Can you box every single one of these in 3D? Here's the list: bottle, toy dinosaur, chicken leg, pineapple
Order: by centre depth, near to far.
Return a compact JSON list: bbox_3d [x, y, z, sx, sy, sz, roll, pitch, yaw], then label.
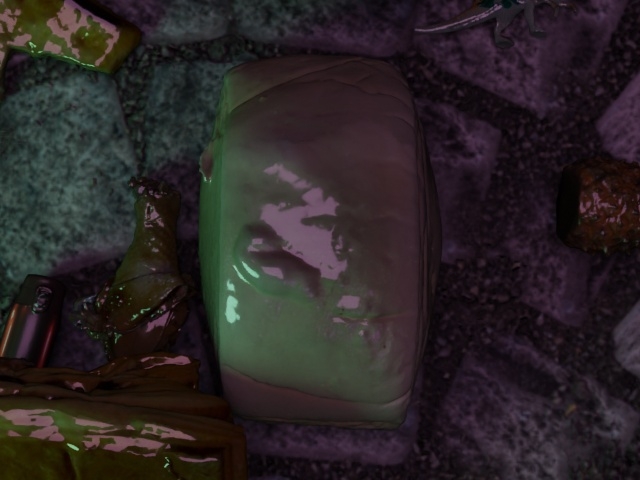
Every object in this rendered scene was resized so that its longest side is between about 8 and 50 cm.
[{"bbox_3d":[-0.306,0.116,1.770,0.060,0.060,0.164,16,85,0],"label":"bottle"},{"bbox_3d":[-0.179,0.036,1.773,0.125,0.080,0.196,22,85,15],"label":"chicken leg"},{"bbox_3d":[0.343,-0.030,1.784,0.198,0.108,0.108,6,85,-14],"label":"pineapple"},{"bbox_3d":[0.199,-0.262,1.827,0.187,0.044,0.106,4,72,11],"label":"toy dinosaur"}]

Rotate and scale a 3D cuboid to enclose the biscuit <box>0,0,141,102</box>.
[{"bbox_3d":[-0.309,-0.202,1.807,0.174,0.039,0.183,39,86,0],"label":"biscuit"}]

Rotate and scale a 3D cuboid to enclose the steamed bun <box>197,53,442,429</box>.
[{"bbox_3d":[0.000,-0.004,1.700,0.247,0.236,0.383,2,86,-3],"label":"steamed bun"}]

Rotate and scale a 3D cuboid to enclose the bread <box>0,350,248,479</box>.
[{"bbox_3d":[-0.221,0.234,1.689,0.325,0.167,0.277,5,124,5],"label":"bread"}]
